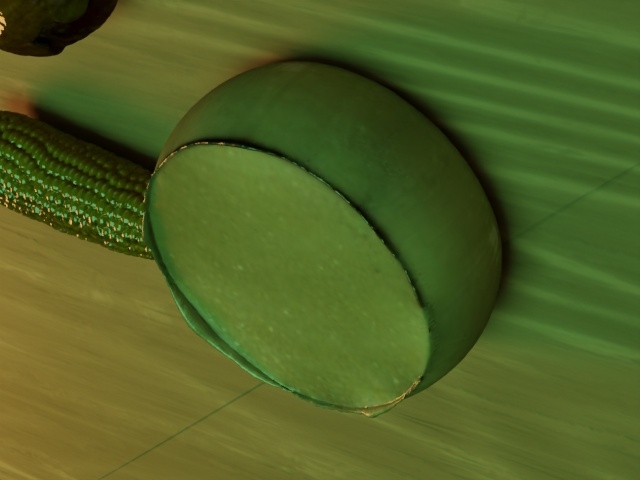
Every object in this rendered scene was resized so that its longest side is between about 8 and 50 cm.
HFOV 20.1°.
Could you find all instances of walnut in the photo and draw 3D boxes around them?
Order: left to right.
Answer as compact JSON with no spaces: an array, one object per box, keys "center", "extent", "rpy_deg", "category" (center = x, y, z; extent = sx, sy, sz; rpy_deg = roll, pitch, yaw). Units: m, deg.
[{"center":[-0.243,-0.236,1.651],"extent":[0.116,0.116,0.207],"rpy_deg":[48,137,-8],"category":"walnut"}]

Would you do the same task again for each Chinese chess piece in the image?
[{"center":[0.000,0.000,1.639],"extent":[0.338,0.140,0.338],"rpy_deg":[23,139,22],"category":"Chinese chess piece"}]

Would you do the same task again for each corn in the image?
[{"center":[-0.247,-0.053,1.849],"extent":[0.310,0.101,0.101],"rpy_deg":[23,141,20],"category":"corn"}]
